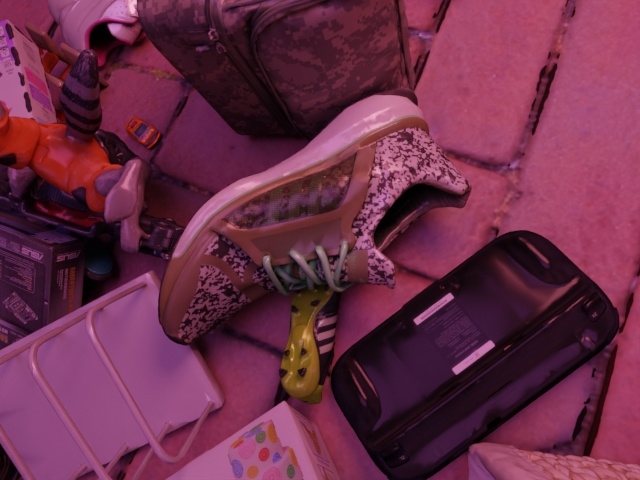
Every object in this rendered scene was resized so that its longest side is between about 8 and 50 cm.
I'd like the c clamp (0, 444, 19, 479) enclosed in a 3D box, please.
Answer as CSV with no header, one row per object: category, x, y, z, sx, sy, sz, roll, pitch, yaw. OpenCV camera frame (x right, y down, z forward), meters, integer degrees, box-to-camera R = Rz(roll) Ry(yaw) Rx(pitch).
c clamp,-0.478,0.320,0.669,0.137,0.022,0.161,13,76,12

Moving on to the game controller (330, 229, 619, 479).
game controller,0.165,0.124,0.551,0.319,0.067,0.166,-37,55,1

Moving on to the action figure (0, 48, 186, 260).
action figure,-0.248,-0.078,0.594,0.341,0.330,0.179,20,84,-13

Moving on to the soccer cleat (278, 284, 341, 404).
soccer cleat,-0.006,0.110,0.593,0.060,0.072,0.179,-4,51,26

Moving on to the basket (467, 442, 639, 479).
basket,0.248,0.338,0.311,0.266,0.331,0.328,3,79,6

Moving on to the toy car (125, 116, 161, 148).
toy car,-0.313,-0.151,0.753,0.122,0.040,0.060,-37,69,1

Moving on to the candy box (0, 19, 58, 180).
candy box,-0.475,-0.185,0.684,0.164,0.070,0.196,-21,79,0

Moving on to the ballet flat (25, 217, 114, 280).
ballet flat,-0.381,0.000,0.717,0.074,0.074,0.203,-44,75,-1

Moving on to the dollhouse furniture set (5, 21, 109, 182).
dollhouse furniture set,-0.517,-0.216,0.799,0.259,0.135,0.262,30,83,9

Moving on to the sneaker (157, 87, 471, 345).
sneaker,0.000,0.000,0.548,0.410,0.158,0.182,-39,60,-3

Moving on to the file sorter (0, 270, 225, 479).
file sorter,-0.290,0.194,0.543,0.277,0.173,0.193,-27,95,4

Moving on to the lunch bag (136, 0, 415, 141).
lunch bag,-0.021,-0.257,0.572,0.256,0.305,0.213,6,76,17

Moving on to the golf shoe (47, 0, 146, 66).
golf shoe,-0.297,-0.402,0.798,0.306,0.115,0.140,-27,79,13

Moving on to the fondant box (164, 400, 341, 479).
fondant box,-0.056,0.364,0.450,0.238,0.096,0.330,-34,48,2

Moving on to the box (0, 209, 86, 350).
box,-0.440,0.057,0.676,0.231,0.056,0.183,17,107,18
